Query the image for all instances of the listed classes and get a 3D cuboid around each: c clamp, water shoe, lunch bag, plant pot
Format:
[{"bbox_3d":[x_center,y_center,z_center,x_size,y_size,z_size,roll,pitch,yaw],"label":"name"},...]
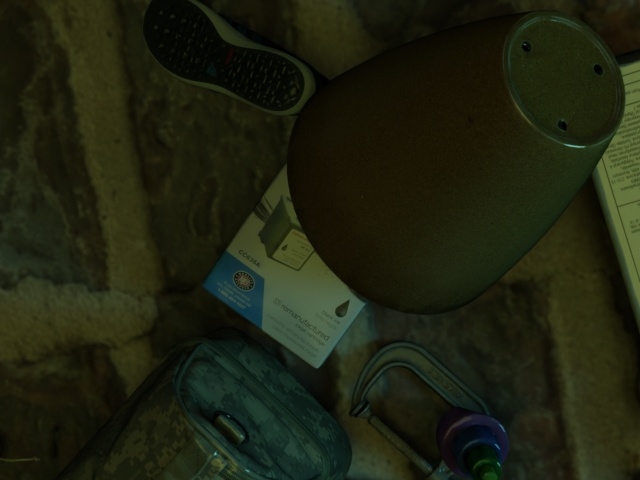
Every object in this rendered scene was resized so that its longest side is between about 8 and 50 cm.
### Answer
[{"bbox_3d":[0.090,0.184,1.606,0.137,0.022,0.161,-43,91,5],"label":"c clamp"},{"bbox_3d":[-0.081,-0.166,1.550,0.203,0.080,0.073,33,101,27],"label":"water shoe"},{"bbox_3d":[-0.146,0.252,1.526,0.212,0.256,0.305,45,105,9],"label":"lunch bag"},{"bbox_3d":[0.134,-0.085,1.391,0.237,0.237,0.254,52,146,-3],"label":"plant pot"}]

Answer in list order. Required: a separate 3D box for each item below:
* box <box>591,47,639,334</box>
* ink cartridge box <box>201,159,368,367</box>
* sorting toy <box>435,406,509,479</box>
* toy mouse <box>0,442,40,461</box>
[{"bbox_3d":[0.329,-0.021,1.488,0.148,0.121,0.311,-16,98,11],"label":"box"},{"bbox_3d":[0.000,0.000,1.561,0.139,0.082,0.191,35,105,1],"label":"ink cartridge box"},{"bbox_3d":[0.128,0.345,1.564,0.127,0.126,0.366,6,106,-7],"label":"sorting toy"},{"bbox_3d":[-0.377,0.247,1.686,0.161,0.031,0.143,24,102,4],"label":"toy mouse"}]
